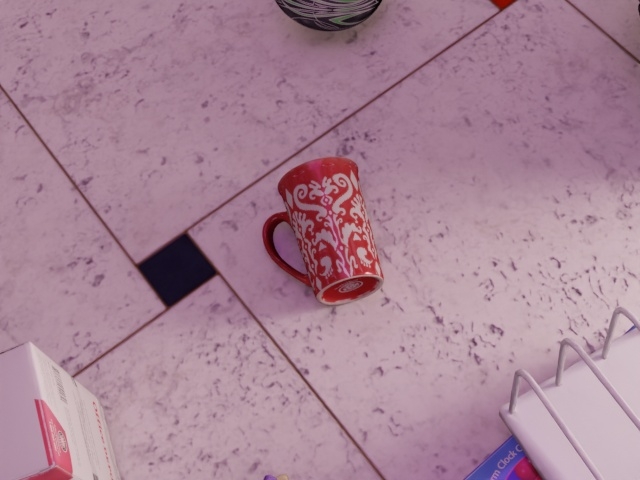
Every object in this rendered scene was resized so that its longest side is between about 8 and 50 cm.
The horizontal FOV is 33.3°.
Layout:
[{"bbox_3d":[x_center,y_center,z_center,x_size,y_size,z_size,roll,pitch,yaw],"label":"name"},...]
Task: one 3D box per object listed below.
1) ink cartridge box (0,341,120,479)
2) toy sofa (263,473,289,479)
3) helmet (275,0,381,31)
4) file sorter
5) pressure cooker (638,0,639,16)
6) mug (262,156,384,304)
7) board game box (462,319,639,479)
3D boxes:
[{"bbox_3d":[-0.320,0.236,1.258,0.092,0.218,0.158,-22,62,2],"label":"ink cartridge box"},{"bbox_3d":[-0.049,0.445,1.139,0.150,0.177,0.362,-19,63,-3],"label":"toy sofa"},{"bbox_3d":[0.012,-0.386,1.568,0.169,0.169,0.161,25,52,18],"label":"helmet"},{"bbox_3d":[0.361,0.168,1.142,0.277,0.173,0.193,-29,62,-8],"label":"file sorter"},{"bbox_3d":[0.603,-0.363,1.364,0.375,0.370,0.420,-24,66,-9],"label":"pressure cooker"},{"bbox_3d":[0.009,-0.001,1.419,0.113,0.150,0.169,1,61,-34],"label":"mug"},{"bbox_3d":[0.342,0.279,1.228,0.347,0.078,0.233,-38,65,-13],"label":"board game box"}]
